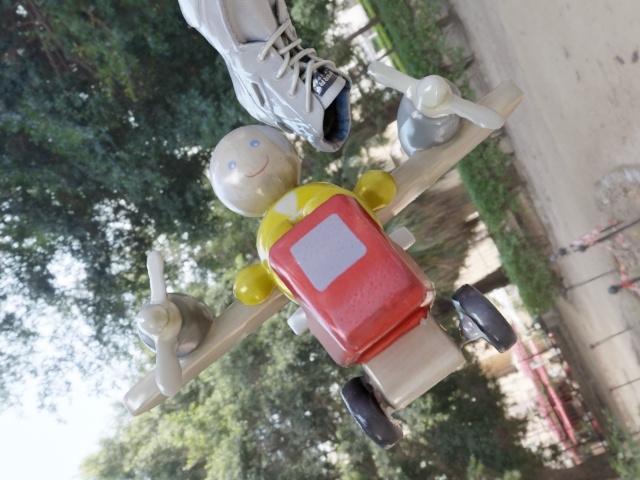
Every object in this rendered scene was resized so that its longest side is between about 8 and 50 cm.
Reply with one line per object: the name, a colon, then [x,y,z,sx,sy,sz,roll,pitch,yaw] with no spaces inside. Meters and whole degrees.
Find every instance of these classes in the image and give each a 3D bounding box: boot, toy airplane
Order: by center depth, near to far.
boot: [-0.029,-0.170,0.538,0.123,0.095,0.258,32,172,17]
toy airplane: [0.000,0.000,0.606,0.272,0.384,0.386,50,-135,-9]
